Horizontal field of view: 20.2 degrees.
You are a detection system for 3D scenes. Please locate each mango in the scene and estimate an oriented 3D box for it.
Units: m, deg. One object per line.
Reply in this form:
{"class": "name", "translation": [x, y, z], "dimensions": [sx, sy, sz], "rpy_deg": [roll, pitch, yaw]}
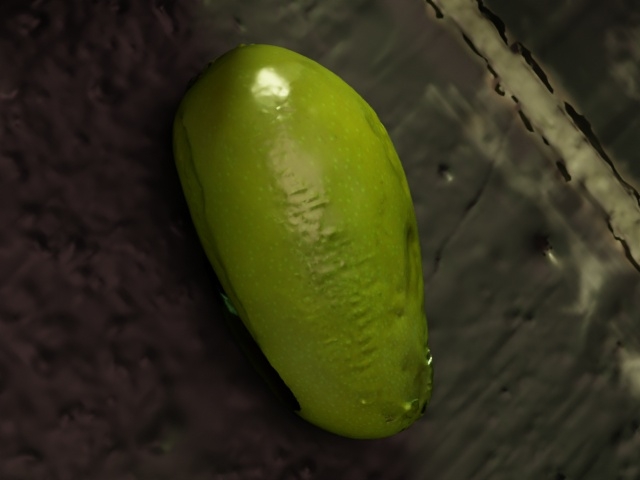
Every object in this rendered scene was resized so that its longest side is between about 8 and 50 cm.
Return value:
{"class": "mango", "translation": [0.000, 0.000, 0.696], "dimensions": [0.091, 0.074, 0.165], "rpy_deg": [-27, 92, -27]}
